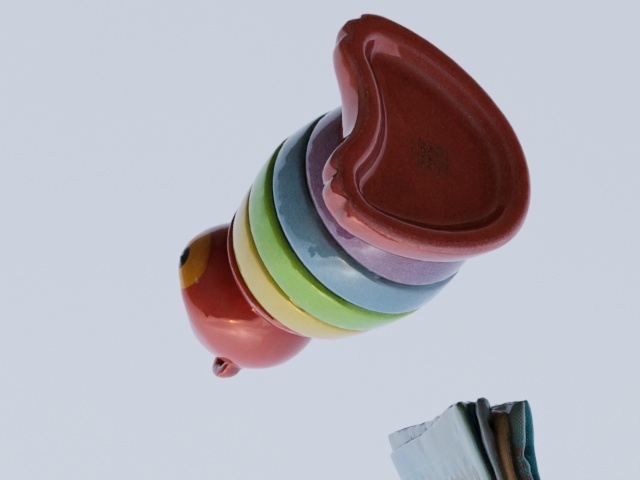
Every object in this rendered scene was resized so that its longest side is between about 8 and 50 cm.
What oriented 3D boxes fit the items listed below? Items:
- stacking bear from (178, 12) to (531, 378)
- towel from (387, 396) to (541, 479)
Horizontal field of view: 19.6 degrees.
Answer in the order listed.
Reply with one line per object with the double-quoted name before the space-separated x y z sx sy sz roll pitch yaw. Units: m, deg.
"stacking bear" 0.000 0.000 1.327 0.164 0.289 0.175 24 -128 -25
"towel" 0.138 0.266 1.038 0.040 0.271 0.370 -21 -96 -10
